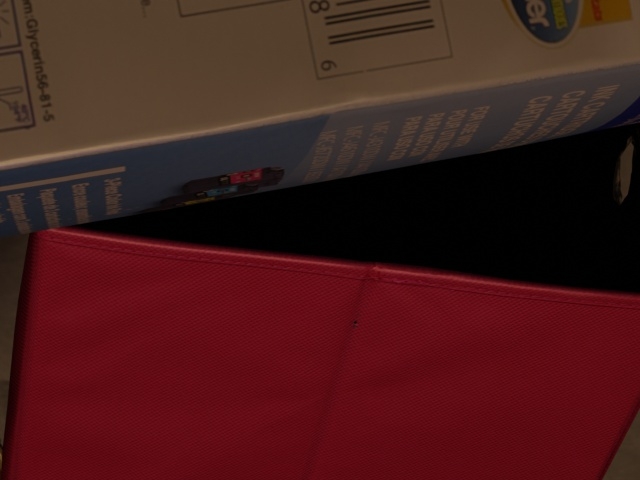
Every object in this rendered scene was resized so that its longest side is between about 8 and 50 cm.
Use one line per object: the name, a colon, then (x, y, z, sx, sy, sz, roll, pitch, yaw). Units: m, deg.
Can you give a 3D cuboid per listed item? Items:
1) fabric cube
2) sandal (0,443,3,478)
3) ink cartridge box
fabric cube: (0.000, 0.000, 0.873, 0.259, 0.254, 0.258, 7, 137, -7)
sandal: (-0.185, 0.115, 0.909, 0.088, 0.079, 0.240, -34, 158, -18)
ink cartridge box: (-0.008, -0.156, 0.637, 0.395, 0.270, 0.151, -10, 176, -6)
